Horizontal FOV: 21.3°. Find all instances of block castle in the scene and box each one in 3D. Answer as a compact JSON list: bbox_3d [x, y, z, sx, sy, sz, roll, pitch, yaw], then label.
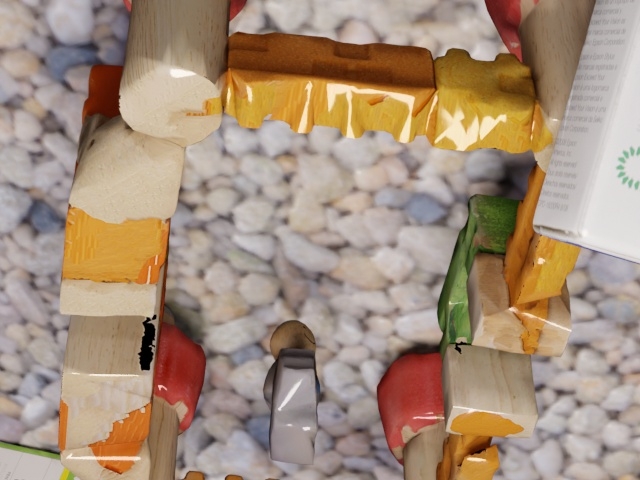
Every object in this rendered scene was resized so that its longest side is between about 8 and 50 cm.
[{"bbox_3d":[0.000,0.000,1.055,0.303,0.213,0.453,5,135,-6],"label":"block castle"}]

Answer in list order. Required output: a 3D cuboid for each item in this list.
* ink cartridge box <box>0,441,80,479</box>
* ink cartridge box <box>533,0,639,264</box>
[{"bbox_3d":[-0.187,0.275,1.370,0.255,0.097,0.189,12,128,5],"label":"ink cartridge box"},{"bbox_3d":[0.301,-0.117,0.868,0.324,0.071,0.330,16,90,-20],"label":"ink cartridge box"}]
